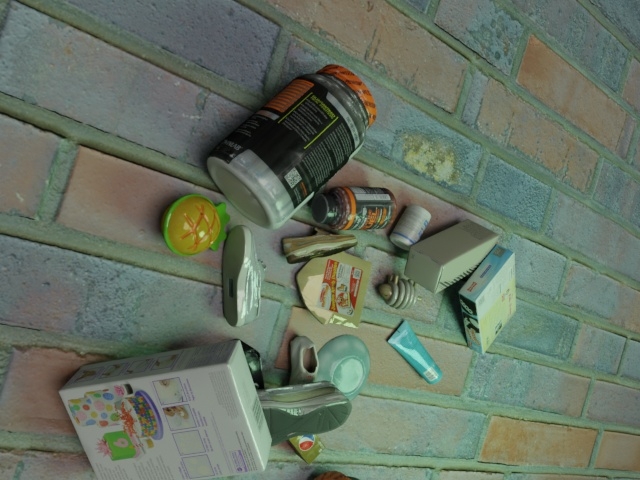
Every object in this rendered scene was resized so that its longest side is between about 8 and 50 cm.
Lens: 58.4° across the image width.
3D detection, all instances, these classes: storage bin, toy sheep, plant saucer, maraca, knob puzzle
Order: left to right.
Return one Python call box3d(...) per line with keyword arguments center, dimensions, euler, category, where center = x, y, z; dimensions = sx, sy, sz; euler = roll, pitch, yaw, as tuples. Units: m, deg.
box3d(center=(-0.246, -0.030, 1.156), dimensions=(0.186, 0.099, 0.127), euler=(2, 104, -61), category="maraca")
box3d(center=(-0.196, 0.322, 1.257), dimensions=(0.122, 0.084, 0.180), euler=(-14, 105, -32), category="storage bin")
box3d(center=(0.023, 0.111, 1.399), dimensions=(0.213, 0.030, 0.213), euler=(3, 85, -28), category="knob puzzle")
box3d(center=(0.062, 0.340, 1.466), dimensions=(0.195, 0.037, 0.194), euler=(-6, 101, -33), category="plant saucer")
box3d(center=(0.213, 0.139, 1.504), dimensions=(0.132, 0.091, 0.091), euler=(13, 91, -17), category="toy sheep")

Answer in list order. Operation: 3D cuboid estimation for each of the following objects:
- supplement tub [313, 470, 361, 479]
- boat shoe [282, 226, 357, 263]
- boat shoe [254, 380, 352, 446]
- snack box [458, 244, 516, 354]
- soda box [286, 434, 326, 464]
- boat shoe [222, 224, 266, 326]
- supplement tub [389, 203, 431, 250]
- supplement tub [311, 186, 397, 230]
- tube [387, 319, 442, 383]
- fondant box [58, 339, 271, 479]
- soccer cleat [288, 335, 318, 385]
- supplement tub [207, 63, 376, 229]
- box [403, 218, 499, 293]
box3d(center=(0.093, 0.738, 1.462), dimensions=(0.193, 0.194, 0.316), euler=(-48, 121, -18), category="supplement tub")
box3d(center=(0.000, 0.000, 1.346), dimensions=(0.190, 0.068, 0.072), euler=(-11, 73, -32), category="boat shoe")
box3d(center=(-0.087, 0.362, 1.239), dimensions=(0.321, 0.103, 0.118), euler=(-1, 118, -29), category="boat shoe")
box3d(center=(0.485, 0.177, 1.643), dimensions=(0.187, 0.060, 0.321), euler=(-46, 142, -18), category="snack box")
box3d(center=(-0.063, 0.457, 1.387), dimensions=(0.061, 0.058, 0.181), euler=(-42, 118, -21), category="soda box")
box3d(center=(-0.162, 0.075, 1.248), dimensions=(0.081, 0.079, 0.227), euler=(-7, 107, -43), category="boat shoe")
box3d(center=(0.234, -0.034, 1.496), dimensions=(0.071, 0.071, 0.107), euler=(39, 77, -33), category="supplement tub")
box3d(center=(0.078, -0.076, 1.361), dimensions=(0.198, 0.106, 0.105), euler=(-3, 100, -33), category="supplement tub")
box3d(center=(0.267, 0.318, 1.598), dimensions=(0.080, 0.052, 0.207), euler=(-49, 116, -23), category="tube")
box3d(center=(-0.284, 0.334, 1.081), dimensions=(0.331, 0.096, 0.238), euler=(-11, 109, 8), category="fondant box")
box3d(center=(-0.038, 0.325, 1.369), dimensions=(0.068, 0.076, 0.196), euler=(-11, 105, -33), category="soccer cleat")
box3d(center=(-0.050, -0.201, 1.188), dimensions=(0.338, 0.207, 0.207), euler=(-45, 120, -19), category="supplement tub")
box3d(center=(0.352, 0.037, 1.526), dimensions=(0.275, 0.113, 0.094), euler=(-21, 132, -39), category="box")
